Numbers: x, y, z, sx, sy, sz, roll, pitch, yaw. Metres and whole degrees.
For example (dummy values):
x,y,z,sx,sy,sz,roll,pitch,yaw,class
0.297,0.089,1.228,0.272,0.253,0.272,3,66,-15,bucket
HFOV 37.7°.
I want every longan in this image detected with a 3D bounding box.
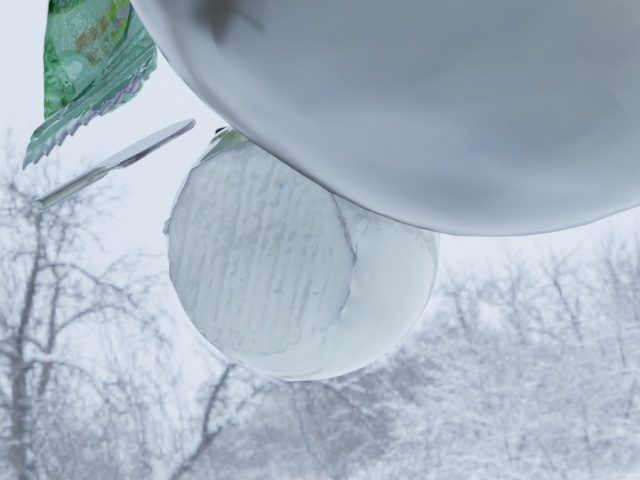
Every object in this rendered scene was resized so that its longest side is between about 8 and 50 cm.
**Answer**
x,y,z,sx,sy,sz,roll,pitch,yaw,class
0.070,-0.170,0.439,0.360,0.361,0.361,-10,-12,-2,longan

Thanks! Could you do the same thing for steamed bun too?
x,y,z,sx,sy,sz,roll,pitch,yaw,class
0.000,0.000,1.042,0.309,0.309,0.309,-10,-12,-2,steamed bun

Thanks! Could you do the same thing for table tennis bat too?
x,y,z,sx,sy,sz,roll,pitch,yaw,class
-0.327,-0.128,1.511,0.301,0.022,0.173,-36,19,-32,table tennis bat

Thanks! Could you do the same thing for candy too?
x,y,z,sx,sy,sz,roll,pitch,yaw,class
-0.248,-0.279,1.097,0.172,0.398,0.263,25,-41,-25,candy

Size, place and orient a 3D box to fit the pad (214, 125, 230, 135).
x,y,z,sx,sy,sz,roll,pitch,yaw,class
-0.135,-0.170,1.759,0.112,0.157,0.003,-14,-40,-3,pad
